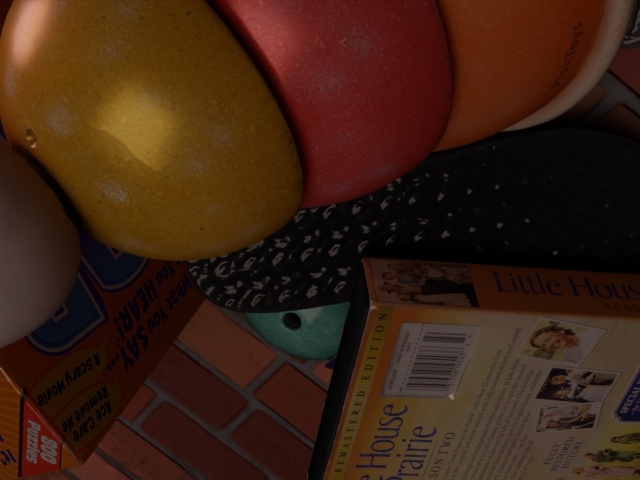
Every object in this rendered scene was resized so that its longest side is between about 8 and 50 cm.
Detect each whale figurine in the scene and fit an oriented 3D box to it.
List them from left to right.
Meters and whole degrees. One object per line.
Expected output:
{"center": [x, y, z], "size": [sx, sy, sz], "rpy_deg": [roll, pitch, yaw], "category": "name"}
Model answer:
{"center": [0.000, 0.000, 0.836], "size": [0.216, 0.141, 0.272], "rpy_deg": [17, 127, 13], "category": "whale figurine"}

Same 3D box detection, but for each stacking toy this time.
{"center": [-0.072, -0.109, 0.530], "size": [0.351, 0.480, 0.350], "rpy_deg": [38, 154, 23], "category": "stacking toy"}

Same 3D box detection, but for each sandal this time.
{"center": [0.105, -0.028, 0.755], "size": [0.446, 0.107, 0.167], "rpy_deg": [0, 113, -6], "category": "sandal"}

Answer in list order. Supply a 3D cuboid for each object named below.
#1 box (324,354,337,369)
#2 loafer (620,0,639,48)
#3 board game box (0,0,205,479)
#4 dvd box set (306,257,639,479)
{"center": [0.129, 0.130, 0.863], "size": [0.225, 0.036, 0.136], "rpy_deg": [19, 138, -33], "category": "box"}
{"center": [0.173, -0.282, 0.606], "size": [0.109, 0.095, 0.302], "rpy_deg": [-19, 110, 22], "category": "loafer"}
{"center": [-0.354, -0.009, 0.843], "size": [0.357, 0.356, 0.356], "rpy_deg": [-20, 113, 32], "category": "board game box"}
{"center": [0.215, 0.156, 0.788], "size": [0.421, 0.062, 0.307], "rpy_deg": [3, 130, -9], "category": "dvd box set"}
